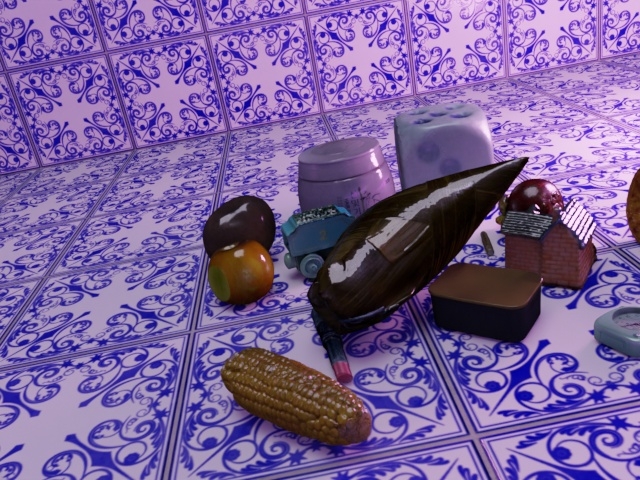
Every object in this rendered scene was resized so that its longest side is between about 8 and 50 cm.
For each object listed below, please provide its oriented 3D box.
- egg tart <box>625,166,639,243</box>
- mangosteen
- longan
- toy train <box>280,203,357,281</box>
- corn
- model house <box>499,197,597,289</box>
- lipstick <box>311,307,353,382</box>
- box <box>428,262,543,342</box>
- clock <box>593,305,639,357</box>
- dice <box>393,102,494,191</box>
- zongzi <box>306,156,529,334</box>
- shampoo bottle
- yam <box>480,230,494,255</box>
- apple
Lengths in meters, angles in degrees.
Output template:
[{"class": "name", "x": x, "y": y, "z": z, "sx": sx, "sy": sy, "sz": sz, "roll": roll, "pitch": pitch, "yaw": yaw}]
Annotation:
[{"class": "egg tart", "x": 0.804, "y": -0.084, "z": 1.393, "sx": 0.147, "sy": 0.202, "sz": 0.202, "roll": -2, "pitch": 24, "yaw": -2}, {"class": "mangosteen", "x": 0.517, "y": -0.086, "z": 1.560, "sx": 0.156, "sy": 0.145, "sz": 0.181, "roll": -32, "pitch": 31, "yaw": -35}, {"class": "longan", "x": -0.215, "y": -0.019, "z": 1.670, "sx": 0.198, "sy": 0.198, "sz": 0.212, "roll": 9, "pitch": 42, "yaw": 38}, {"class": "toy train", "x": 0.000, "y": 0.000, "z": 1.568, "sx": 0.203, "sy": 0.163, "sz": 0.112, "roll": -16, "pitch": 23, "yaw": -13}, {"class": "corn", "x": -0.053, "y": 0.264, "z": 1.060, "sx": 0.322, "sy": 0.119, "sz": 0.119, "roll": 12, "pitch": 32, "yaw": 43}, {"class": "model house", "x": 0.505, "y": -0.011, "z": 1.368, "sx": 0.183, "sy": 0.172, "sz": 0.166, "roll": 5, "pitch": 30, "yaw": 33}, {"class": "lipstick", "x": 0.029, "y": 0.206, "z": 1.240, "sx": 0.053, "sy": 0.053, "sz": 0.234, "roll": -14, "pitch": 27, "yaw": -6}, {"class": "box", "x": 0.332, "y": 0.122, "z": 1.241, "sx": 0.201, "sy": 0.090, "sz": 0.144, "roll": 7, "pitch": 29, "yaw": 35}, {"class": "clock", "x": 0.575, "y": 0.157, "z": 1.122, "sx": 0.135, "sy": 0.041, "sz": 0.101, "roll": -20, "pitch": 25, "yaw": -23}, {"class": "dice", "x": 0.365, "y": -0.251, "z": 1.850, "sx": 0.262, "sy": 0.268, "sz": 0.264, "roll": -7, "pitch": 23, "yaw": 5}, {"class": "zongzi", "x": 0.200, "y": -0.005, "z": 1.244, "sx": 0.432, "sy": 0.208, "sz": 0.403, "roll": -34, "pitch": 4, "yaw": 37}, {"class": "shampoo bottle", "x": 0.071, "y": -0.144, "z": 1.733, "sx": 0.273, "sy": 0.266, "sz": 0.273, "roll": -10, "pitch": 24, "yaw": 5}, {"class": "yam", "x": 0.418, "y": 0.005, "z": 1.554, "sx": 0.021, "sy": 0.021, "sz": 0.116, "roll": -7, "pitch": 25, "yaw": 8}, {"class": "apple", "x": -0.193, "y": 0.072, "z": 1.506, "sx": 0.146, "sy": 0.147, "sz": 0.163, "roll": -28, "pitch": 27, "yaw": -36}]
